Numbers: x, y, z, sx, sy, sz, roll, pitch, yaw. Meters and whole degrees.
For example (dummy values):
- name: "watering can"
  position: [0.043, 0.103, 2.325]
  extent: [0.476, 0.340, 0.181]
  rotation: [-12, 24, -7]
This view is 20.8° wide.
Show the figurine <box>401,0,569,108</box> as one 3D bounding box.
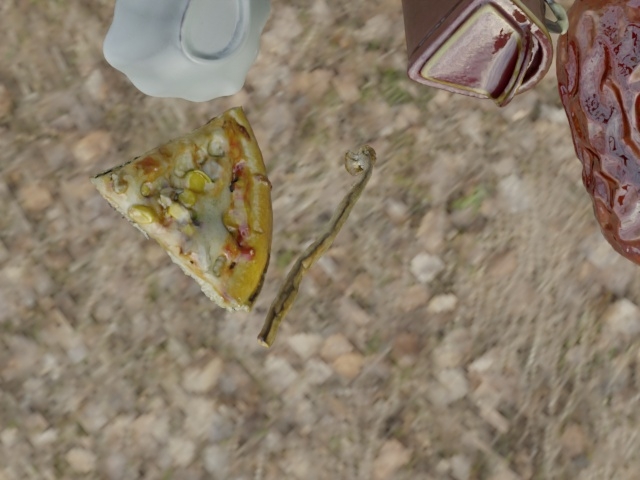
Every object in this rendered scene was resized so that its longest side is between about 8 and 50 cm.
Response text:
- name: "figurine"
  position: [0.107, -0.135, 1.048]
  extent: [0.098, 0.154, 0.082]
  rotation: [24, 131, -29]

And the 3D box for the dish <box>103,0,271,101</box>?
- name: "dish"
  position: [-0.060, -0.136, 0.955]
  extent: [0.039, 0.091, 0.137]
  rotation: [46, 121, 57]

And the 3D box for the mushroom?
- name: "mushroom"
  position: [0.003, -0.005, 1.256]
  extent: [0.026, 0.286, 0.028]
  rotation: [28, 122, -1]

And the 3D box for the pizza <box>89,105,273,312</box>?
- name: "pizza"
  position: [-0.108, -0.046, 1.438]
  extent: [0.176, 0.184, 0.036]
  rotation: [25, 149, -33]

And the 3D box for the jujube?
- name: "jujube"
  position: [0.262, -0.097, 1.335]
  extent: [0.155, 0.155, 0.230]
  rotation: [-9, 97, 29]
